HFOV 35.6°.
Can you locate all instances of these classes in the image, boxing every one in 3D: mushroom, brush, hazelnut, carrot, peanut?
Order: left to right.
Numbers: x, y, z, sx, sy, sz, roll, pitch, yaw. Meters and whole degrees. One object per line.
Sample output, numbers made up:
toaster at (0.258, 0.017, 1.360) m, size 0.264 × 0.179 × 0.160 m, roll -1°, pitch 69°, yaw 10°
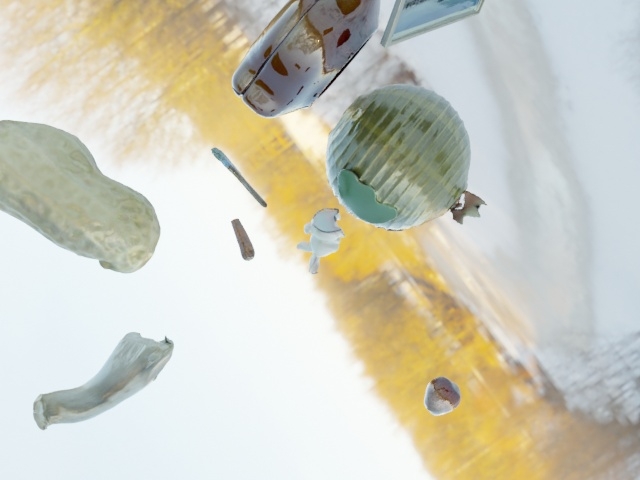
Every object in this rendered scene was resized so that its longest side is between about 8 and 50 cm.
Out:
peanut at (-0.368, -0.069, 1.421) m, size 0.313 × 0.152 × 0.152 m, roll 35°, pitch -174°, yaw -9°
mushroom at (-0.386, 0.254, 1.788) m, size 0.096 × 0.278 × 0.099 m, roll 60°, pitch 169°, yaw -21°
brush at (-0.179, -0.138, 2.235) m, size 0.196 × 0.021 × 0.070 m, roll 49°, pitch -177°, yaw 25°
carrot at (-0.158, -0.001, 2.035) m, size 0.093 × 0.032 × 0.032 m, roll 68°, pitch -172°, yaw 19°
hazelnut at (0.253, 0.328, 2.090) m, size 0.086 × 0.086 × 0.086 m, roll 53°, pitch -177°, yaw -4°

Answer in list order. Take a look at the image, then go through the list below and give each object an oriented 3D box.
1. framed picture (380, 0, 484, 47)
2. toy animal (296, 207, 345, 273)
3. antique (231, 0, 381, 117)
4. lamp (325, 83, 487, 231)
framed picture at (0.139, -0.276, 1.110) m, size 0.011 × 0.149 × 0.109 m, roll 52°, pitch 149°, yaw 23°
toy animal at (0.006, -0.002, 1.999) m, size 0.071 × 0.085 × 0.124 m, roll 60°, pitch 160°, yaw 28°
antique at (-0.011, -0.303, 1.491) m, size 0.129 × 0.278 × 0.223 m, roll 41°, pitch -168°, yaw -3°
lamp at (0.150, -0.125, 1.645) m, size 0.284 × 0.250 × 0.250 m, roll 35°, pitch -178°, yaw 3°
